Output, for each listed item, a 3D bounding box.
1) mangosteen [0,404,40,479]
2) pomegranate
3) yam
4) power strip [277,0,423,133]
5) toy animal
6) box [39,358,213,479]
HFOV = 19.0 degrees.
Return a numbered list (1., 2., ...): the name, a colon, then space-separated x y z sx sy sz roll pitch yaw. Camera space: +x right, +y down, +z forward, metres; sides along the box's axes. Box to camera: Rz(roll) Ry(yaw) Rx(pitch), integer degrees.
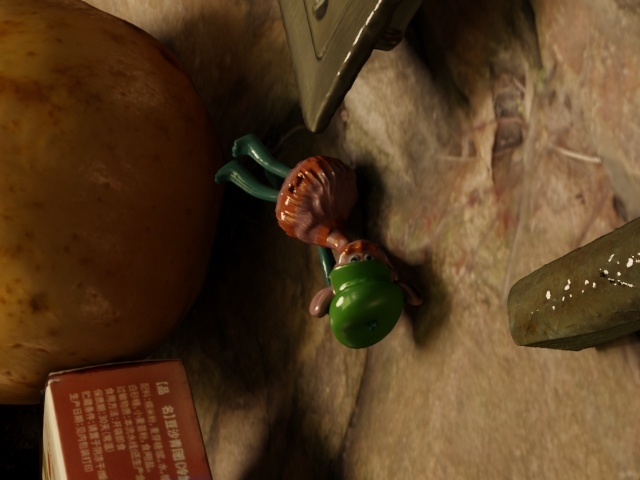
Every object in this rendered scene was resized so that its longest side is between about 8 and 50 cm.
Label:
1. mangosteen: -0.391 0.167 1.899 0.330 0.330 0.330 2 93 57
2. pomegranate: -0.286 -0.044 1.626 0.410 0.410 0.410 2 93 57
3. yam: 0.189 0.028 1.222 0.169 0.068 0.068 -35 62 52
4. power strip: 0.047 -0.242 1.411 0.257 0.092 0.251 -58 37 41
5. toy animal: 0.000 0.000 1.500 0.208 0.100 0.103 49 153 34
6. box: -0.141 0.353 1.550 0.344 0.122 0.385 98 160 -47
